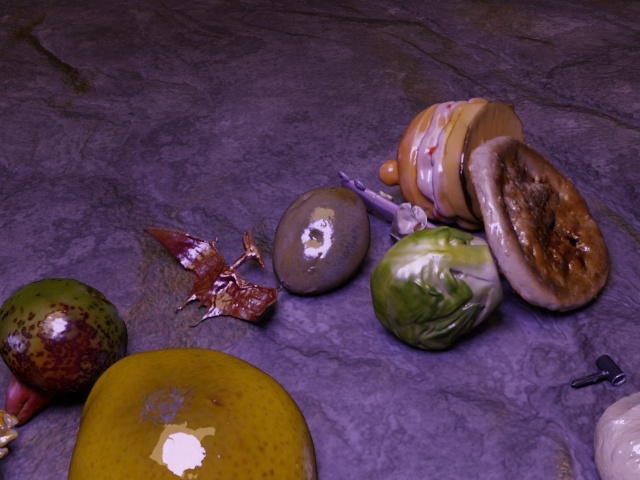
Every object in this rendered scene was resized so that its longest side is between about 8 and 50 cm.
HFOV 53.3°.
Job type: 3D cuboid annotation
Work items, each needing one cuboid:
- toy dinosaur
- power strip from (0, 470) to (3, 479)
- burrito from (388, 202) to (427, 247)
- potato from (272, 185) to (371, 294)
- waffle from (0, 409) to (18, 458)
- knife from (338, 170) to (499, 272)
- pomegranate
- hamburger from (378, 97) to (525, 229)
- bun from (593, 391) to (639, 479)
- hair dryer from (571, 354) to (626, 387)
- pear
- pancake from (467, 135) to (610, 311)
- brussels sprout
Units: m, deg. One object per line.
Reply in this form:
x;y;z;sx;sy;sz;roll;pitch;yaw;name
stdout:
-0.193;0.066;1.184;0.207;0.113;0.327;-27;47;2;toy dinosaur
-0.533;0.375;0.898;0.175;0.042;0.075;-15;41;-12;power strip
0.163;-0.010;1.204;0.060;0.226;0.087;-30;73;-5;burrito
0.000;0.000;1.228;0.178;0.160;0.235;14;60;49;potato
-0.587;0.316;0.910;0.262;0.060;0.280;2;21;40;waffle
0.190;-0.036;1.286;0.399;0.132;0.038;34;80;32;knife
-0.435;0.186;1.029;0.214;0.214;0.248;27;81;34;pomegranate
0.272;-0.160;1.325;0.237;0.276;0.276;5;35;44;hamburger
0.461;0.275;0.857;0.188;0.111;0.164;-17;37;-9;bun
0.433;0.215;1.010;0.083;0.026;0.047;-19;38;-6;hair dryer
-0.185;0.270;0.872;0.386;0.191;0.340;28;48;34;pear
0.401;-0.042;1.163;0.356;0.065;0.356;21;51;-28;pancake
0.188;0.074;1.068;0.223;0.223;0.161;-8;26;-4;brussels sprout
